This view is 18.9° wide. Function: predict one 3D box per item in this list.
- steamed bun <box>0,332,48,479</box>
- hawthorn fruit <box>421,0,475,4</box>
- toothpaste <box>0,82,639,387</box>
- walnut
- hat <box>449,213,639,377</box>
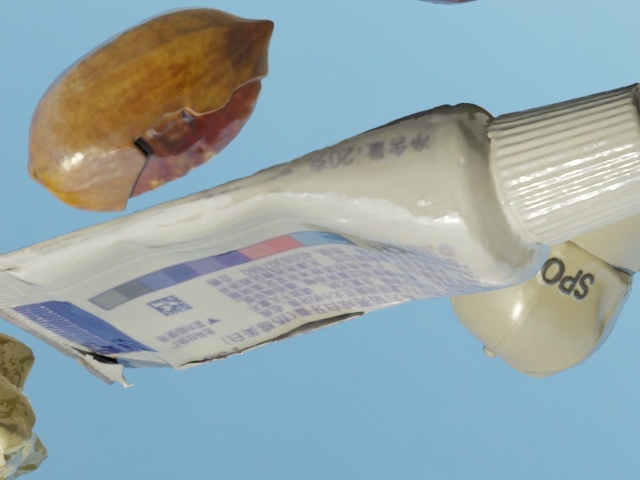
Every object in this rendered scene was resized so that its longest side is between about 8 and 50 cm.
[{"bbox_3d":[-0.342,0.131,1.494,0.292,0.295,0.137,32,-155,13],"label":"steamed bun"},{"bbox_3d":[0.066,-0.256,0.908,0.242,0.242,0.271,12,-133,-36],"label":"hawthorn fruit"},{"bbox_3d":[0.001,0.002,0.718,0.099,0.282,0.068,60,-148,-24],"label":"toothpaste"},{"bbox_3d":[-0.119,-0.098,1.380,0.116,0.207,0.116,54,176,5],"label":"walnut"},{"bbox_3d":[0.137,0.009,1.100,0.147,0.175,0.085,26,-119,-11],"label":"hat"}]
